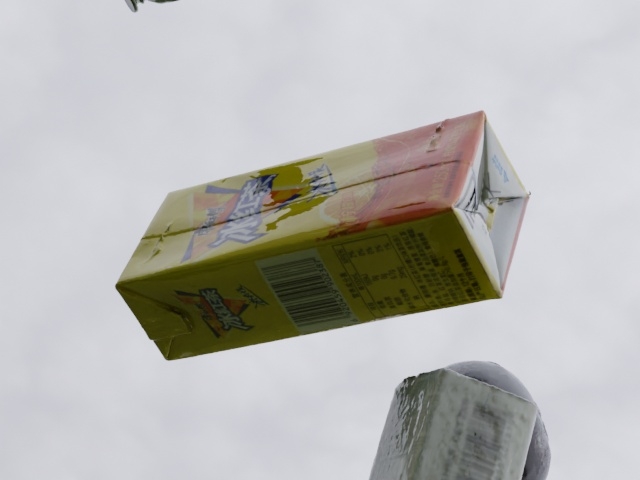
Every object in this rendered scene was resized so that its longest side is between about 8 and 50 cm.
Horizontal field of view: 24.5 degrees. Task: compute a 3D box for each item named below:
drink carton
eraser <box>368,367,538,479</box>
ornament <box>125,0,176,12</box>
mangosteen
[{"bbox_3d":[0.000,0.000,1.345,0.351,0.154,0.111,-13,-57,29],"label":"drink carton"},{"bbox_3d":[0.063,0.303,1.114,0.098,0.404,0.096,24,-22,-15],"label":"eraser"},{"bbox_3d":[-0.161,-0.266,1.538,0.068,0.092,0.041,-23,-81,47],"label":"ornament"},{"bbox_3d":[0.133,0.184,1.338,0.152,0.152,0.152,19,-54,29],"label":"mangosteen"}]
